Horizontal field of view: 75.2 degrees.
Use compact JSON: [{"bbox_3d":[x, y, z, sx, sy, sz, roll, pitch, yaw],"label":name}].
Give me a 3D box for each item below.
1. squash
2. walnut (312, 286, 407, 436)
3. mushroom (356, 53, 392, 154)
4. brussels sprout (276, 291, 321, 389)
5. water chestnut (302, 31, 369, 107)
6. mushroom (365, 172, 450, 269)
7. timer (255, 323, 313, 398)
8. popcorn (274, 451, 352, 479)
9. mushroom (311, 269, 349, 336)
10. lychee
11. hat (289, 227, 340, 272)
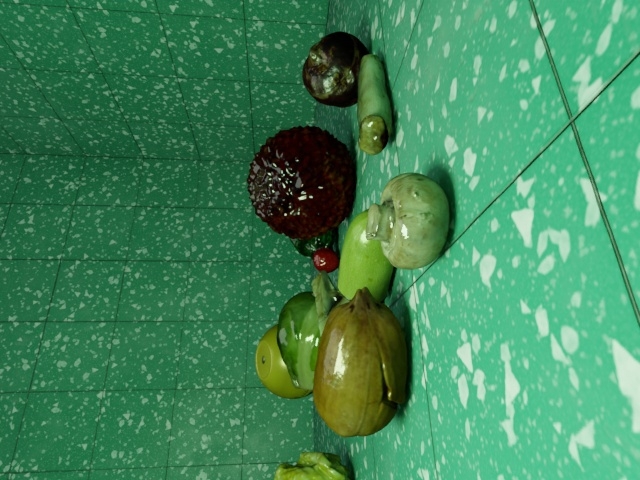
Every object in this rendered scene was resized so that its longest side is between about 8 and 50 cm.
[{"bbox_3d":[0.117,0.026,0.976,0.132,0.133,0.246,-97,12,-53],"label":"squash"},{"bbox_3d":[0.086,0.257,0.883,0.209,0.209,0.335,-108,19,-73],"label":"walnut"},{"bbox_3d":[0.135,-0.354,1.068,0.107,0.088,0.333,105,169,-51],"label":"mushroom"},{"bbox_3d":[-0.027,0.377,1.587,0.314,0.276,0.370,95,173,-62],"label":"brussels sprout"},{"bbox_3d":[0.058,-0.524,1.309,0.238,0.224,0.223,-2,-86,-59],"label":"water chestnut"},{"bbox_3d":[0.145,-0.033,0.700,0.166,0.128,0.166,179,90,-77],"label":"mushroom"},{"bbox_3d":[-0.084,0.524,1.865,0.376,0.387,0.375,-11,77,55],"label":"timer"},{"bbox_3d":[-0.016,0.888,1.442,0.312,0.313,0.311,-179,90,-84],"label":"popcorn"},{"bbox_3d":[0.102,0.215,1.164,0.217,0.212,0.292,43,-173,-30],"label":"mushroom"},{"bbox_3d":[-0.071,-0.201,1.531,0.499,0.425,0.424,-63,-16,-48],"label":"lychee"},{"bbox_3d":[0.000,0.000,1.896,0.332,0.242,0.274,58,179,35],"label":"hat"}]
